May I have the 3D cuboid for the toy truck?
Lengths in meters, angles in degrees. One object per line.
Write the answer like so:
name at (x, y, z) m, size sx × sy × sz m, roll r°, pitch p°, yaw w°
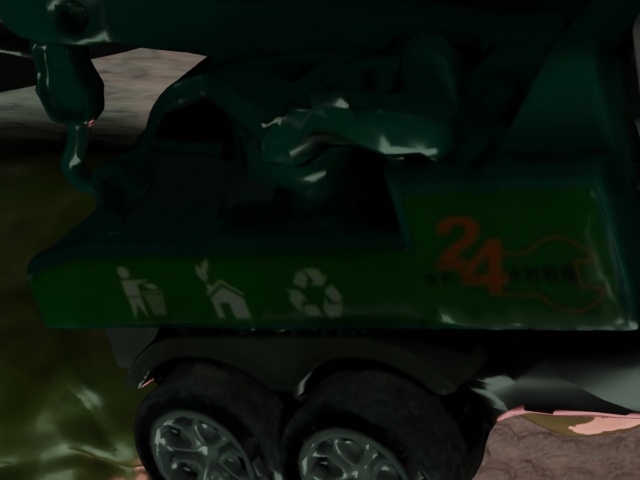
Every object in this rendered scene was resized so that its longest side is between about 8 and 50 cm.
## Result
toy truck at (0.063, -0.012, 0.601) m, size 0.363 × 0.178 × 0.176 m, roll 2°, pitch -149°, yaw 32°

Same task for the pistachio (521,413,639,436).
pistachio at (0.180, 0.025, 1.092) m, size 0.157 × 0.157 × 0.229 m, roll 8°, pitch 158°, yaw -41°

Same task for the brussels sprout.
brussels sprout at (-0.156, 0.085, 1.123) m, size 0.242 × 0.317 × 0.274 m, roll 25°, pitch -158°, yaw -8°

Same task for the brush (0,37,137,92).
brush at (-0.116, -0.078, 0.801) m, size 0.193 × 0.016 × 0.063 m, roll -3°, pitch 172°, yaw 42°
